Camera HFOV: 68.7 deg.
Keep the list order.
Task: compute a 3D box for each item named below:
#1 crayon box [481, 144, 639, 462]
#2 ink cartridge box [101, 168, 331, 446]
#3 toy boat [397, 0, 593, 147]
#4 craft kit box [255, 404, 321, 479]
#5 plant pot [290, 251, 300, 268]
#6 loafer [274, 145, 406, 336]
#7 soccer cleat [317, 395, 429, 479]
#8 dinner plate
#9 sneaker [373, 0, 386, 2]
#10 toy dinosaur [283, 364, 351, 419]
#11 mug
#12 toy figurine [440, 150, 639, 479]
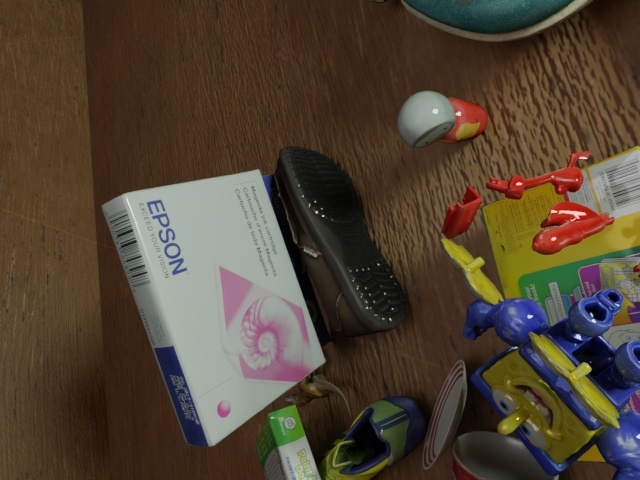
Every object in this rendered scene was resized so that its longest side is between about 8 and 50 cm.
[{"bbox_3d":[0.283,0.069,0.465,0.165,0.081,0.278,-25,70,47],"label":"crayon box"},{"bbox_3d":[-0.105,0.064,0.690,0.071,0.330,0.324,-16,95,40],"label":"ink cartridge box"},{"bbox_3d":[0.174,-0.261,0.526,0.268,0.148,0.318,29,119,39],"label":"toy boat"},{"bbox_3d":[-0.043,0.438,0.799,0.246,0.061,0.249,63,155,26],"label":"craft kit box"},{"bbox_3d":[-0.147,0.057,0.931,0.165,0.166,0.234,55,137,36],"label":"plant pot"},{"bbox_3d":[0.000,0.000,0.768,0.130,0.134,0.365,-46,55,39],"label":"loafer"},{"bbox_3d":[0.046,0.327,0.709,0.289,0.121,0.093,-57,49,34],"label":"soccer cleat"},{"bbox_3d":[0.160,0.219,0.588,0.017,0.141,0.141,20,107,12],"label":"dinner plate"},{"bbox_3d":[0.061,-0.541,0.710,0.147,0.145,0.384,-36,61,43],"label":"sneaker"},{"bbox_3d":[-0.003,0.256,0.834,0.211,0.064,0.112,-35,78,55],"label":"toy dinosaur"},{"bbox_3d":[0.211,0.329,0.523,0.150,0.113,0.169,14,103,52],"label":"mug"},{"bbox_3d":[0.239,0.128,0.387,0.362,0.191,0.217,51,156,28],"label":"toy figurine"}]
